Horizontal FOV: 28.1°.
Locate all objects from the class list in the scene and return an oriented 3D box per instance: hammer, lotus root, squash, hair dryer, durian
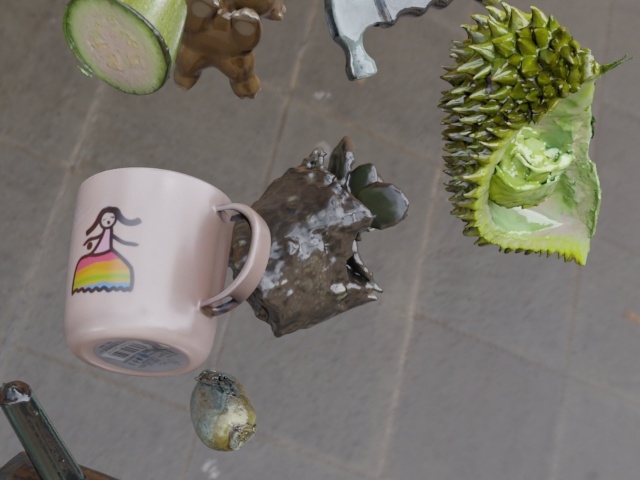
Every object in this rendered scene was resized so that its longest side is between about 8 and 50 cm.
[{"bbox_3d":[0.114,-0.302,1.599,0.227,0.041,0.158,-18,98,-16],"label":"hammer"},{"bbox_3d":[-0.137,0.223,1.718,0.088,0.088,0.165,7,22,-24],"label":"lotus root"},{"bbox_3d":[-0.264,-0.297,1.771,0.170,0.170,0.122,32,50,-10],"label":"squash"},{"bbox_3d":[-0.376,0.279,1.663,0.116,0.244,0.302,-49,137,-37],"label":"hair dryer"},{"bbox_3d":[0.204,-0.107,1.289,0.170,0.355,0.157,-2,58,5],"label":"durian"}]

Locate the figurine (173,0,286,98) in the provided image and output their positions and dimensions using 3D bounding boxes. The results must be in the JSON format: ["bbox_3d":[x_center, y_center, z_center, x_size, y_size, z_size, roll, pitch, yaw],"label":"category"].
[{"bbox_3d":[-0.142,-0.368,2.008,0.177,0.247,0.173,8,55,7],"label":"figurine"}]

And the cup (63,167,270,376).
[{"bbox_3d":[-0.177,0.042,1.501,0.191,0.253,0.200,46,42,-55],"label":"cup"}]

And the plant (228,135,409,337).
[{"bbox_3d":[0.000,0.000,1.836,0.276,0.199,0.188,-39,128,-8],"label":"plant"}]
